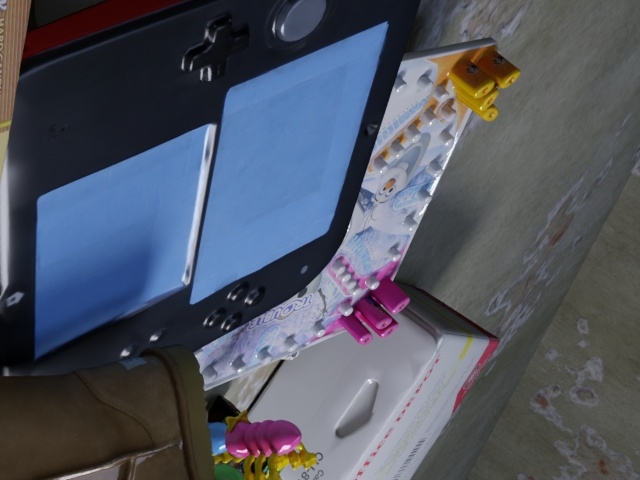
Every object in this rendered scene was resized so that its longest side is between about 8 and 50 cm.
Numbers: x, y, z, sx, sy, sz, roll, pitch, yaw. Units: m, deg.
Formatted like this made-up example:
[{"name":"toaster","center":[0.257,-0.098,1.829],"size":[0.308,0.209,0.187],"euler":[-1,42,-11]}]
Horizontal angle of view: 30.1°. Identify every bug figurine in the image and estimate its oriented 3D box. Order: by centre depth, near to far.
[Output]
[{"name":"bug figurine","center":[-0.133,0.224,1.167],"size":[0.279,0.216,0.072],"euler":[-21,100,-60]}]

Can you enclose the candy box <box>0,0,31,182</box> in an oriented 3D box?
[{"name":"candy box","center":[-0.216,-0.052,0.482],"size":[0.183,0.088,0.316],"euler":[-12,116,-64]}]

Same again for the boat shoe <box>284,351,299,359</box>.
[{"name":"boat shoe","center":[-0.041,0.125,1.414],"size":[0.035,0.035,0.100],"euler":[-61,161,19]}]

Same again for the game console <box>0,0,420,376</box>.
[{"name":"game console","center":[-0.087,-0.034,0.833],"size":[0.342,0.060,0.386],"euler":[-33,154,-34]}]

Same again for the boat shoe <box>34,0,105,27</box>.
[{"name":"boat shoe","center":[-0.132,-0.162,0.689],"size":[0.040,0.049,0.142],"euler":[-35,151,-46]}]

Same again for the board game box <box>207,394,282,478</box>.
[{"name":"board game box","center":[-0.150,0.315,1.338],"size":[0.030,0.136,0.259],"euler":[33,94,-43]}]

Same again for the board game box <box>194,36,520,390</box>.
[{"name":"board game box","center":[0.000,0.000,1.168],"size":[0.390,0.050,0.390],"euler":[-19,142,-43]}]

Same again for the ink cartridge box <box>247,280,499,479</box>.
[{"name":"ink cartridge box","center":[0.077,0.202,1.635],"size":[0.279,0.160,0.385],"euler":[-56,161,5]}]

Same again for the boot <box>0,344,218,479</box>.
[{"name":"boot","center":[-0.197,0.195,0.779],"size":[0.270,0.236,0.089],"euler":[-9,175,-35]}]
